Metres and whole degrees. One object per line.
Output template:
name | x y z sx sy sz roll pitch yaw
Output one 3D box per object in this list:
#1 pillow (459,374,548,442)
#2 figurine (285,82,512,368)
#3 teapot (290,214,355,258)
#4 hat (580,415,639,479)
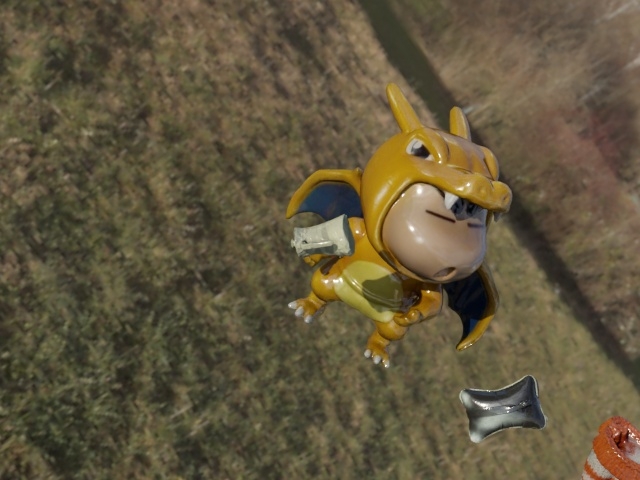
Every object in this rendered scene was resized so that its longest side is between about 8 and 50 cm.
pillow | 0.310 0.285 1.677 0.055 0.136 0.091 -84 158 -64
figurine | 0.112 -0.023 1.582 0.401 0.387 0.268 40 28 20
teapot | 0.000 0.000 1.325 0.067 0.083 0.057 -46 126 -73
hat | 0.429 0.357 1.495 0.093 0.162 0.112 -6 45 -38
